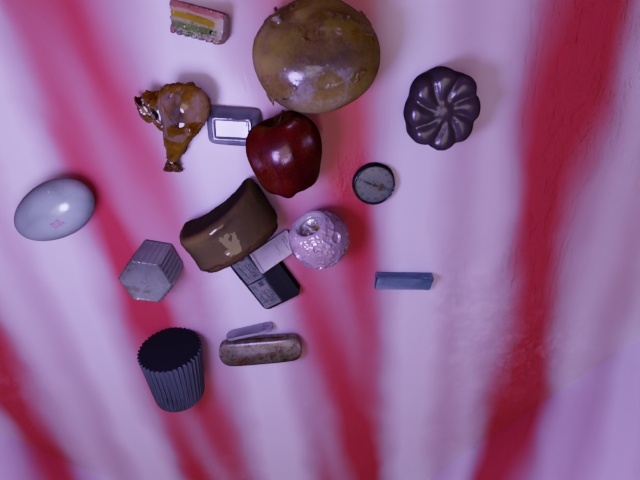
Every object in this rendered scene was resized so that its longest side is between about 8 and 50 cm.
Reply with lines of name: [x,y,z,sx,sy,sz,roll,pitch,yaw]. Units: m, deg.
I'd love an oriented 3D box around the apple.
apple: [-0.135,-0.331,1.650,0.288,0.288,0.317,-8,127,4]

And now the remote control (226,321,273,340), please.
remote control: [-0.355,0.455,2.167,0.245,0.077,0.022,-13,115,6]

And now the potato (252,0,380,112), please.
potato: [-0.012,-0.623,1.476,0.442,0.319,0.385,-12,118,3]

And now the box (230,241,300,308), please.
box: [-0.266,0.155,2.024,0.211,0.058,0.350,-27,115,14]

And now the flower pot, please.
flower pot: [-0.751,0.137,1.934,0.209,0.190,0.239,-17,117,7]

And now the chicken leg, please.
chicken leg: [-0.583,-0.445,1.670,0.295,0.182,0.409,24,131,-2]

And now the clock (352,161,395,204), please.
clock: [0.225,-0.237,1.828,0.184,0.040,0.185,0,118,-1]

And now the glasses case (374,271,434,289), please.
glasses case: [0.393,0.188,2.055,0.266,0.056,0.105,1,142,-1]

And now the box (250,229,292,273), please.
box: [-0.208,0.048,1.931,0.198,0.029,0.109,-35,113,-15]

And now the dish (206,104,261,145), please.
dish: [-0.342,-0.441,1.696,0.212,0.077,0.151,3,117,-2]

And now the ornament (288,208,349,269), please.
ornament: [0.000,0.000,1.837,0.259,0.259,0.225,-23,134,11]

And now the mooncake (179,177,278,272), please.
mooncake: [-0.388,-0.050,1.821,0.394,0.393,0.246,-6,127,49]

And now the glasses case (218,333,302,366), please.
glasses case: [-0.305,0.559,2.211,0.425,0.098,0.157,-5,120,2]

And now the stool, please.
stool: [-0.727,0.654,2.160,0.297,0.297,0.330,1,122,-1]

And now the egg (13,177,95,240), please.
egg: [-1.094,-0.119,1.777,0.371,0.230,0.230,-26,115,19]

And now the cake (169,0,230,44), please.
cake: [-0.425,-0.774,1.542,0.225,0.090,0.109,19,120,11]

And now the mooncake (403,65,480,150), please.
mooncake: [0.456,-0.492,1.636,0.306,0.154,0.306,1,116,2]
